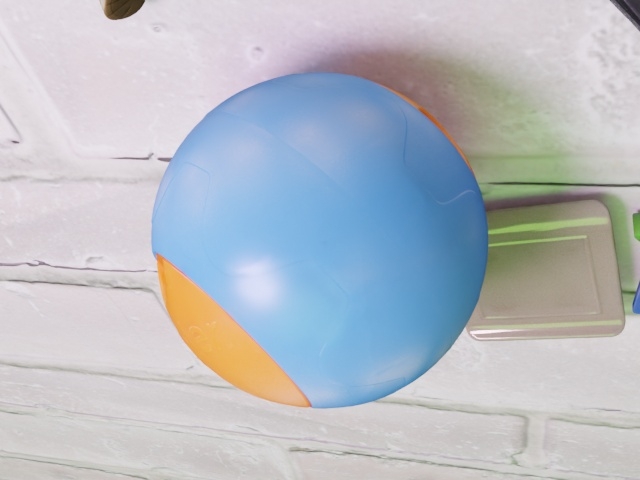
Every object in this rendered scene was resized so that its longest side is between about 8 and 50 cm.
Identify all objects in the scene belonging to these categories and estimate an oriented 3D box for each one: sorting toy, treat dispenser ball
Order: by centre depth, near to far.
[{"bbox_3d":[0.000,0.000,0.618,0.288,0.288,0.288,9,141,7],"label":"treat dispenser ball"},{"bbox_3d":[0.229,0.033,0.780,0.348,0.047,0.196,-6,133,24],"label":"sorting toy"}]

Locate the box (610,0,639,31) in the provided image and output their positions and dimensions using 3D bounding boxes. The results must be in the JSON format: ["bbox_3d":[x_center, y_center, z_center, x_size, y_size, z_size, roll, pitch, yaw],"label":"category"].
[{"bbox_3d":[0.258,-0.144,0.393,0.307,0.242,0.076,34,138,-24],"label":"box"}]

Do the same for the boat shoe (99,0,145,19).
[{"bbox_3d":[-0.158,-0.246,0.557,0.049,0.056,0.152,47,136,12],"label":"boat shoe"}]
